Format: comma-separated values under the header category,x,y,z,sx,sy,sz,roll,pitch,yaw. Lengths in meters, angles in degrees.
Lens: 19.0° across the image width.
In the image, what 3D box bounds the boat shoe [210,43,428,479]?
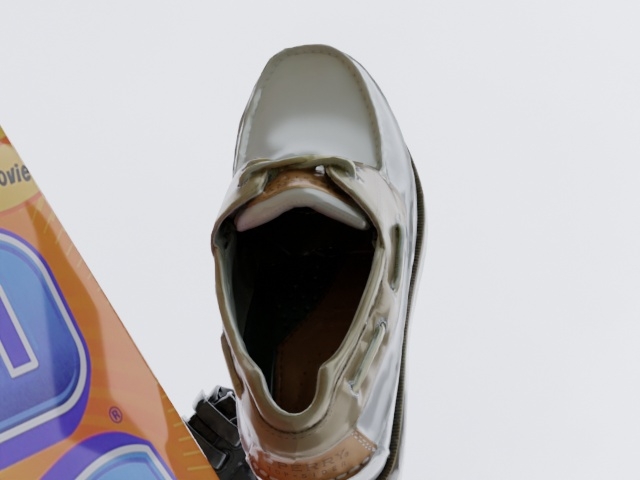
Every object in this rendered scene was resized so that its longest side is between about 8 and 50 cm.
category,x,y,z,sx,sy,sz,roll,pitch,yaw
boat shoe,0.000,0.000,1.027,0.113,0.103,0.302,-10,-127,6

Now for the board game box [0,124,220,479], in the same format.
category,x,y,z,sx,sy,sz,roll,pitch,yaw
board game box,-0.285,0.194,0.869,0.356,0.356,0.356,-27,-84,36

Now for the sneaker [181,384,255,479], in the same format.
category,x,y,z,sx,sy,sz,roll,pitch,yaw
sneaker,-0.127,0.185,1.478,0.104,0.295,0.147,38,-59,46
